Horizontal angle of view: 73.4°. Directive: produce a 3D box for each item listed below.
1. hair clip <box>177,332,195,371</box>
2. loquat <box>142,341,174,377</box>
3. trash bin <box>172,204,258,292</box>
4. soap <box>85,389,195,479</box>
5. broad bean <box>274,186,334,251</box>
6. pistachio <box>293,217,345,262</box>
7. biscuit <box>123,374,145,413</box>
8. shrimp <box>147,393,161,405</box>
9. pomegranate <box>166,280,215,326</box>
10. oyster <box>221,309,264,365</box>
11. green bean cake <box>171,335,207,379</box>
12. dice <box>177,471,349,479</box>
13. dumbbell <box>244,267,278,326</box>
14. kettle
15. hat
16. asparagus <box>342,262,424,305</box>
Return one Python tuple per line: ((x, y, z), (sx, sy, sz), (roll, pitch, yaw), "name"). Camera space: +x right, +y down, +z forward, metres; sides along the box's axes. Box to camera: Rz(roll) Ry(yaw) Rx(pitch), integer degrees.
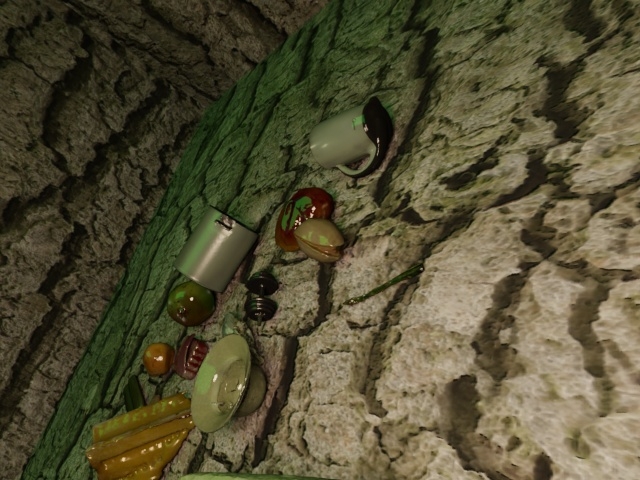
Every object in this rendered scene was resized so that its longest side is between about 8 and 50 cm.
((-0.464, 0.383, 1.478), (0.054, 0.022, 0.137), (-27, 42, 43), "hair clip")
((-0.624, 0.460, 1.657), (0.137, 0.113, 0.137), (-178, 90, -71), "loquat")
((-0.391, 0.031, 1.616), (0.262, 0.217, 0.277), (-58, -2, -2), "trash bin")
((-0.510, 0.678, 1.368), (0.339, 0.304, 0.169), (-18, 23, -12), "soap")
((-0.051, -0.064, 1.337), (0.156, 0.122, 0.228), (40, 103, 28), "broad bean")
((0.000, 0.000, 1.204), (0.124, 0.125, 0.185), (-58, 34, -2), "pistachio")
((-0.753, 0.640, 1.725), (0.323, 0.038, 0.099), (14, 78, 61), "biscuit")
((-0.621, 0.658, 1.529), (0.126, 0.048, 0.223), (-44, 26, 33), "shrimp")
((-0.474, 0.225, 1.624), (0.180, 0.180, 0.209), (-40, 6, 24), "pomegranate")
((-0.259, 0.297, 1.322), (0.252, 0.087, 0.199), (-32, 48, 46), "oyster")
((-0.462, 0.415, 1.521), (0.136, 0.056, 0.135), (3, 63, 54), "green bean cake")
((-0.074, 0.530, 0.639), (0.323, 0.331, 0.318), (-25, 48, 40), "dice")
((-0.181, 0.170, 1.320), (0.099, 0.099, 0.208), (-35, 39, 31), "dumbbell")
((0.104, -0.298, 1.323), (0.237, 0.161, 0.220), (-13, 79, 45), "kettle")
((-0.219, 0.390, 1.142), (0.257, 0.130, 0.257), (-33, 40, 33), "hat")
((0.143, 0.110, 1.008), (0.233, 0.022, 0.023), (-32, 84, 31), "asparagus")
